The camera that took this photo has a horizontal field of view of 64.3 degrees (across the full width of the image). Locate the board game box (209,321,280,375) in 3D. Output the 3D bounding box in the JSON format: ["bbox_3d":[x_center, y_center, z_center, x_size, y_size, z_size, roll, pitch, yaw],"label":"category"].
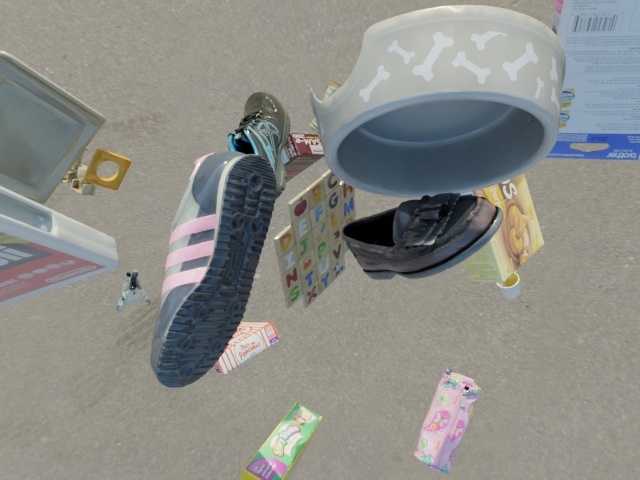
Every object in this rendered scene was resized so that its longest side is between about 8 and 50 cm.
[{"bbox_3d":[-0.198,0.228,1.097,0.147,0.193,0.045,-27,99,-37],"label":"board game box"}]

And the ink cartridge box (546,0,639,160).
[{"bbox_3d":[0.468,-0.285,0.840,0.185,0.065,0.311,2,123,8],"label":"ink cartridge box"}]

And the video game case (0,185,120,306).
[{"bbox_3d":[-0.258,0.007,0.235,0.204,0.285,0.025,-18,75,3],"label":"video game case"}]

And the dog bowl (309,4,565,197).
[{"bbox_3d":[0.158,-0.160,0.707,0.348,0.349,0.102,-1,73,1],"label":"dog bowl"}]

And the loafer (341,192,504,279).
[{"bbox_3d":[0.118,-0.009,0.713,0.095,0.302,0.109,42,67,-10],"label":"loafer"}]

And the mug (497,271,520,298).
[{"bbox_3d":[0.541,0.128,1.440,0.078,0.062,0.064,-31,124,-2],"label":"mug"}]

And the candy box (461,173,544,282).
[{"bbox_3d":[0.344,-0.093,1.050,0.183,0.087,0.316,-32,106,-35],"label":"candy box"}]

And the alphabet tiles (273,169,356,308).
[{"bbox_3d":[0.000,0.000,1.226,0.011,0.342,0.285,26,51,30],"label":"alphabet tiles"}]

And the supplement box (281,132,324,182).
[{"bbox_3d":[-0.114,-0.224,1.498,0.239,0.130,0.073,-29,80,36],"label":"supplement box"}]

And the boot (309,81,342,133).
[{"bbox_3d":[0.089,-0.360,1.548,0.213,0.077,0.165,30,113,-2],"label":"boot"}]

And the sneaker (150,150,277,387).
[{"bbox_3d":[-0.163,0.032,0.693,0.131,0.112,0.319,18,86,42],"label":"sneaker"}]

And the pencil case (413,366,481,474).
[{"bbox_3d":[0.373,0.527,1.492,0.124,0.124,0.284,23,86,-1],"label":"pencil case"}]

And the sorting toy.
[{"bbox_3d":[-0.464,-0.165,0.786,0.196,0.347,0.047,-50,50,4],"label":"sorting toy"}]

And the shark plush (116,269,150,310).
[{"bbox_3d":[-0.420,0.102,1.110,0.073,0.161,0.067,-13,72,-16],"label":"shark plush"}]

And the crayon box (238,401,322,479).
[{"bbox_3d":[-0.150,0.685,1.455,0.106,0.363,0.313,29,108,12],"label":"crayon box"}]

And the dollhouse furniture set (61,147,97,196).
[{"bbox_3d":[-0.690,-0.243,1.479,0.161,0.101,0.182,25,103,13],"label":"dollhouse furniture set"}]

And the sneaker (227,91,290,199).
[{"bbox_3d":[-0.156,-0.261,1.272,0.125,0.139,0.341,-22,56,24],"label":"sneaker"}]
